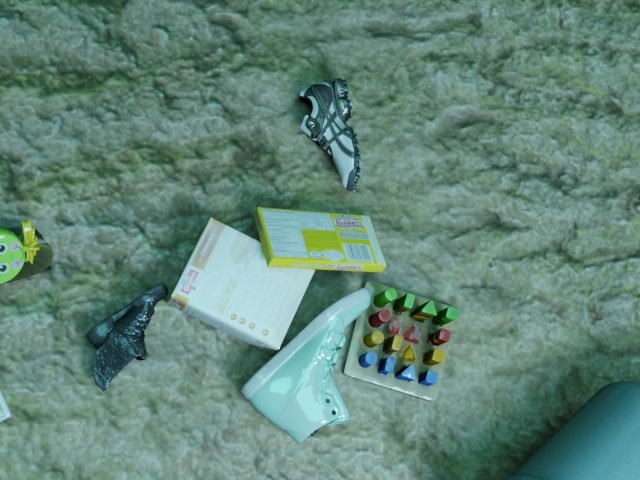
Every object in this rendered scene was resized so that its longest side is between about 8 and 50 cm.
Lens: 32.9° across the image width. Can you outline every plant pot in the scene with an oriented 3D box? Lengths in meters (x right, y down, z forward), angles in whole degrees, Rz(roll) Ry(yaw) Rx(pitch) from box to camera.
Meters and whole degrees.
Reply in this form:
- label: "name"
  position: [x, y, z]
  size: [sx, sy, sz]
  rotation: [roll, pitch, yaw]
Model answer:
- label: "plant pot"
  position: [0.435, 0.413, 1.636]
  size: [0.334, 0.341, 0.341]
  rotation: [-41, 89, -28]

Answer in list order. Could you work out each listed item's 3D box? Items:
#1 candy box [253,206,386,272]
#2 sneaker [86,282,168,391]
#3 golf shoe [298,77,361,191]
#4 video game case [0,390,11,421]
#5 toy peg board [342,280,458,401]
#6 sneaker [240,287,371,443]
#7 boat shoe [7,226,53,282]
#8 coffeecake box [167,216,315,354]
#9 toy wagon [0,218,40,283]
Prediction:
- label: "candy box"
  position: [0.000, 0.000, 1.724]
  size: [0.205, 0.027, 0.105]
  rotation: [4, 49, -28]
- label: "sneaker"
  position: [-0.286, 0.146, 1.648]
  size: [0.170, 0.051, 0.089]
  rotation: [-35, 87, -15]
- label: "golf shoe"
  position: [0.015, -0.170, 1.796]
  size: [0.093, 0.077, 0.198]
  rotation: [-9, 72, -5]
- label: "video game case"
  position: [-0.590, 0.197, 1.568]
  size: [0.206, 0.026, 0.227]
  rotation: [-24, 84, -18]
- label: "toy peg board"
  position: [0.137, 0.156, 1.736]
  size: [0.161, 0.079, 0.161]
  rotation: [18, 73, -9]
- label: "sneaker"
  position: [0.017, 0.199, 1.686]
  size: [0.256, 0.094, 0.151]
  rotation: [-43, 86, -12]
- label: "boat shoe"
  position: [-0.513, 0.028, 1.601]
  size: [0.223, 0.080, 0.073]
  rotation: [-13, 42, -28]
- label: "coffeecake box"
  position: [-0.124, 0.072, 1.695]
  size: [0.185, 0.068, 0.142]
  rotation: [27, 71, -7]
- label: "toy wagon"
  position: [-0.549, 0.039, 1.481]
  size: [0.344, 0.068, 0.267]
  rotation: [-12, 124, -28]
